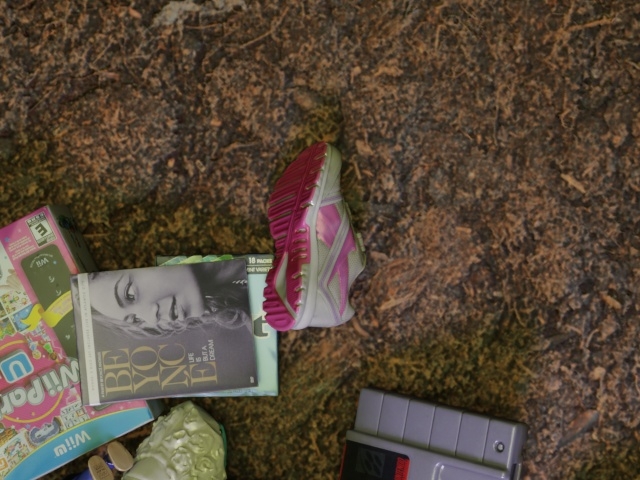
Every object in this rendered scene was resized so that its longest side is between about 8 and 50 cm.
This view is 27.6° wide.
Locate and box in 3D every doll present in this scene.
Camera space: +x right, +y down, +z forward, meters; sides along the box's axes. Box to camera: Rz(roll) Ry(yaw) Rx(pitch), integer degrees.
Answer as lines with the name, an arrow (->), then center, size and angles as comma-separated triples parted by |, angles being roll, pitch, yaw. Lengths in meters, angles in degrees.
doll -> -0.316, 0.322, 1.654 | 0.046, 0.129, 0.189 | 52, 130, 4

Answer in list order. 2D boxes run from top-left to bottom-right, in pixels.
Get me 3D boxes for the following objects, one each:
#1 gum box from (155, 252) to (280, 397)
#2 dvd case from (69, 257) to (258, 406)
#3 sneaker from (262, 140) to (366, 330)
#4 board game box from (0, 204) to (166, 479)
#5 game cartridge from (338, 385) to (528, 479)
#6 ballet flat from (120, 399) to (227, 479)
gum box -> -0.132, 0.109, 1.688 | 0.157, 0.041, 0.184 | -2, 91, 2
dvd case -> -0.195, 0.113, 1.629 | 0.221, 0.018, 0.165 | -5, 84, -11
sneaker -> 0.000, 0.000, 1.659 | 0.111, 0.103, 0.252 | 16, 75, -34
board game box -> -0.367, 0.137, 1.675 | 0.224, 0.097, 0.303 | -27, 90, 3
game cartridge -> 0.117, 0.376, 1.621 | 0.230, 0.068, 0.355 | 10, 90, 27
ballet flat -> -0.226, 0.402, 1.633 | 0.147, 0.147, 0.409 | 16, 92, 3
